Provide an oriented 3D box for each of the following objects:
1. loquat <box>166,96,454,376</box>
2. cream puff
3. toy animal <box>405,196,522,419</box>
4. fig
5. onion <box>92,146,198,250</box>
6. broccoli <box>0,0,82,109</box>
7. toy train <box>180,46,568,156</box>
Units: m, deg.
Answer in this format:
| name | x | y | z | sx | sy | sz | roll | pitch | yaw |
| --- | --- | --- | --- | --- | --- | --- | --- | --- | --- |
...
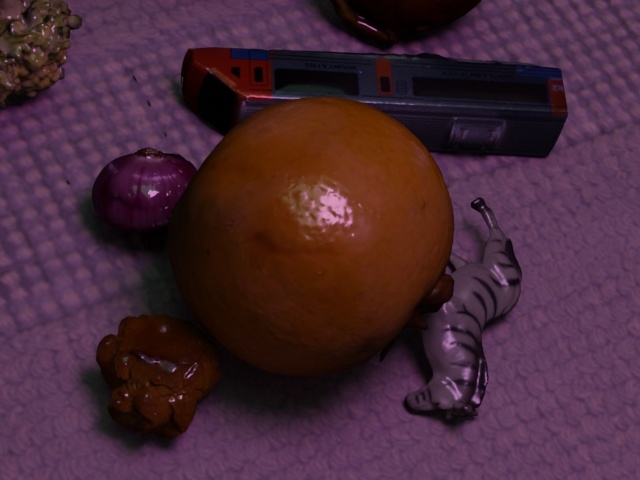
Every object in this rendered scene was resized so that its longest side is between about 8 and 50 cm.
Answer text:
| name | x | y | z | sx | sy | sz | roll | pitch | yaw |
| --- | --- | --- | --- | --- | --- | --- | --- | --- | --- |
| loquat | 0.000 | 0.000 | 1.672 | 0.275 | 0.275 | 0.275 | 6 | 55 | -9 |
| cream puff | -0.151 | 0.128 | 1.669 | 0.116 | 0.094 | 0.122 | -2 | 32 | -15 |
| toy animal | 0.142 | 0.070 | 1.787 | 0.176 | 0.073 | 0.217 | 46 | 54 | 12 |
| fig | 0.095 | -0.312 | 1.977 | 0.205 | 0.205 | 0.205 | 6 | 55 | -9 |
| onion | -0.169 | -0.041 | 1.782 | 0.115 | 0.115 | 0.104 | -9 | 103 | -18 |
| broccoli | -0.353 | -0.251 | 1.786 | 0.247 | 0.243 | 0.263 | 39 | 61 | -1 |
| toy train | 0.057 | -0.145 | 1.904 | 0.409 | 0.086 | 0.089 | 2 | 58 | -12 |
